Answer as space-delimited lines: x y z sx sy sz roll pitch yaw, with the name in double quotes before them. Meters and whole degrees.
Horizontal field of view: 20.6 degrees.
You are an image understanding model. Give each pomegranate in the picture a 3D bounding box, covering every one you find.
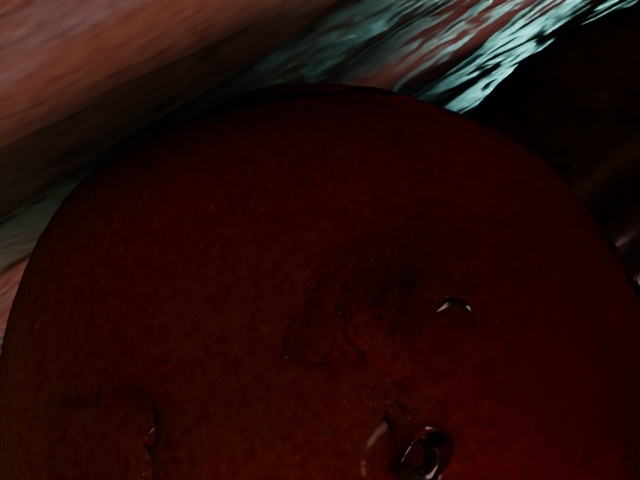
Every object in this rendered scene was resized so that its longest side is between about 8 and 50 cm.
"pomegranate" -0.005 0.058 0.553 0.210 0.210 0.235 -19 174 -43

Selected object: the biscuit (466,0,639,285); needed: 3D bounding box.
"biscuit" 0.110 0.045 0.827 0.407 0.091 0.407 -36 159 -17
